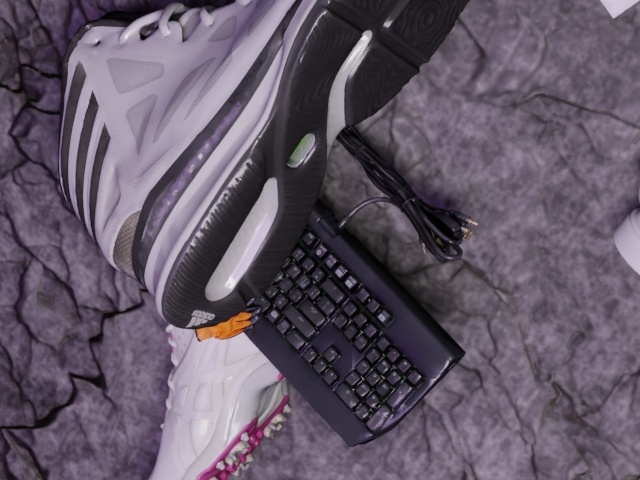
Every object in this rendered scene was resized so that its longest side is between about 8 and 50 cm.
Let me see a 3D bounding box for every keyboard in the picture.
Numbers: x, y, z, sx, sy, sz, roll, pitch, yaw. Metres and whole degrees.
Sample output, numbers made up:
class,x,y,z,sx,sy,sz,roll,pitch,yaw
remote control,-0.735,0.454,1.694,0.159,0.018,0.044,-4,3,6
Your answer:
class,x,y,z,sx,sy,sz,roll,pitch,yaw
keyboard,0.000,0.000,1.621,0.201,0.033,0.317,-46,67,5

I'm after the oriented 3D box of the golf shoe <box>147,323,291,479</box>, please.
class,x,y,z,sx,sy,sz,roll,pitch,yaw
golf shoe,-0.086,0.111,1.728,0.140,0.115,0.306,38,109,13

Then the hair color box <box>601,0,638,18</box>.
class,x,y,z,sx,sy,sz,roll,pitch,yaw
hair color box,0.217,-0.266,1.500,0.093,0.053,0.167,-34,94,26

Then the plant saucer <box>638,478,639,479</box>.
class,x,y,z,sx,sy,sz,roll,pitch,yaw
plant saucer,0.302,0.231,1.676,0.083,0.015,0.083,7,112,17

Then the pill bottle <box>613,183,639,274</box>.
class,x,y,z,sx,sy,sz,roll,pitch,yaw
pill bottle,0.308,-0.042,1.528,0.094,0.094,0.169,41,117,1

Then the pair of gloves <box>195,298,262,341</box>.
class,x,y,z,sx,sy,sz,roll,pitch,yaw
pair of gloves,-0.084,0.041,1.636,0.074,0.010,0.083,-16,84,36

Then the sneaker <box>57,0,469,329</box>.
class,x,y,z,sx,sy,sz,roll,pitch,yaw
sneaker,-0.068,-0.177,1.571,0.257,0.169,0.447,39,98,31
